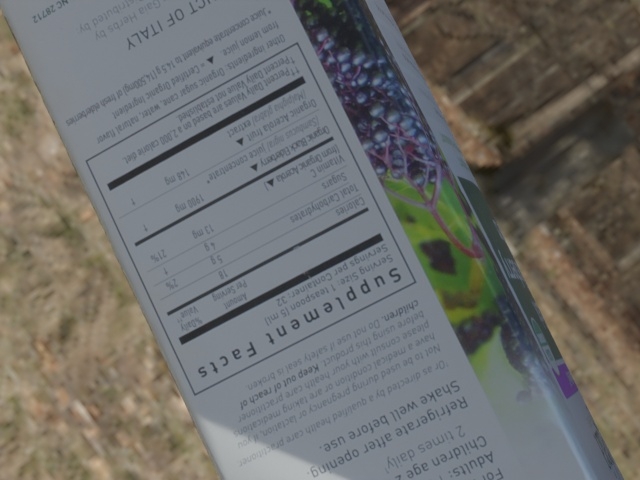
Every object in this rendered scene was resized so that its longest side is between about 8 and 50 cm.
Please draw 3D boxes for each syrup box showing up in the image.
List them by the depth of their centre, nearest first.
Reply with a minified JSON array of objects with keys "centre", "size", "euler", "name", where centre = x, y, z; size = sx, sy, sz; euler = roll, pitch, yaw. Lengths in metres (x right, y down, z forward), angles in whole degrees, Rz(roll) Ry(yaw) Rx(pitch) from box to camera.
[{"centre":[0.000,0.000,0.445],"size":[0.237,0.096,0.093],"euler":[63,11,9],"name":"syrup box"}]
